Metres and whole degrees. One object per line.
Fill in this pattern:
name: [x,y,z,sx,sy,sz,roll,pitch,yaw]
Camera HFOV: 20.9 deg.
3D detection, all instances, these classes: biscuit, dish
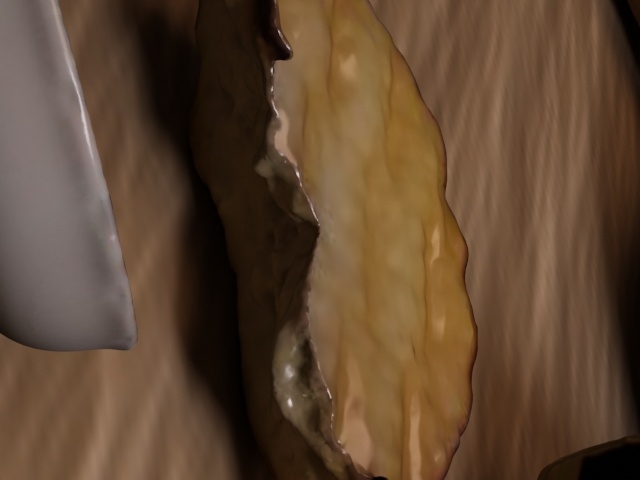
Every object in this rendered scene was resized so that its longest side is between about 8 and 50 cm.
biscuit: [0.000,0.000,0.534,0.118,0.061,0.183,0,76,-62]
dish: [-0.096,-0.033,0.385,0.141,0.078,0.141,164,-90,-81]

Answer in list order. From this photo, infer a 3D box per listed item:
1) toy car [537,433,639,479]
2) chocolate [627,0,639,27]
toy car: [0.164,0.178,0.659,0.256,0.124,0.101,60,33,-40]
chocolate: [0.229,-0.137,0.931,0.309,0.134,0.134,65,30,-16]
